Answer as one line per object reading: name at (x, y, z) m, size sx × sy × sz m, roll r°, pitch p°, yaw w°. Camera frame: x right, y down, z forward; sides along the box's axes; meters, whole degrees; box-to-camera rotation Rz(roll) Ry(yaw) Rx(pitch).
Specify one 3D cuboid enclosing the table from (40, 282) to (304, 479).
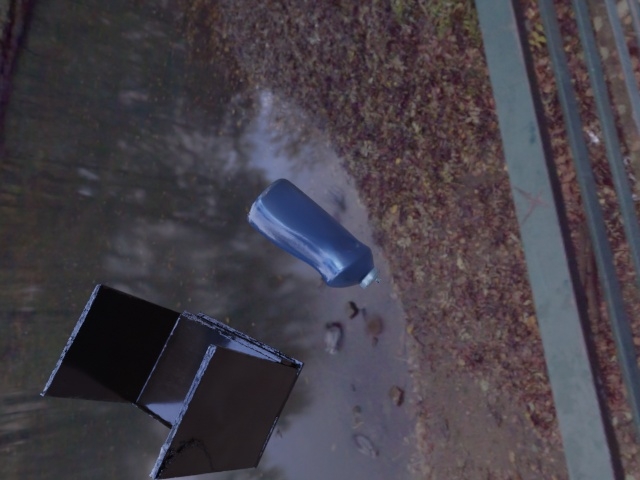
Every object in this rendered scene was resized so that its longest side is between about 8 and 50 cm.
table at (-0.217, 0.218, 0.838) m, size 0.250 × 0.282 × 0.196 m, roll 21°, pitch 80°, yaw 27°

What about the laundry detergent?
laundry detergent at (0.000, 0.001, 0.745) m, size 0.206 × 0.097 × 0.061 m, roll 38°, pitch 127°, yaw 1°
